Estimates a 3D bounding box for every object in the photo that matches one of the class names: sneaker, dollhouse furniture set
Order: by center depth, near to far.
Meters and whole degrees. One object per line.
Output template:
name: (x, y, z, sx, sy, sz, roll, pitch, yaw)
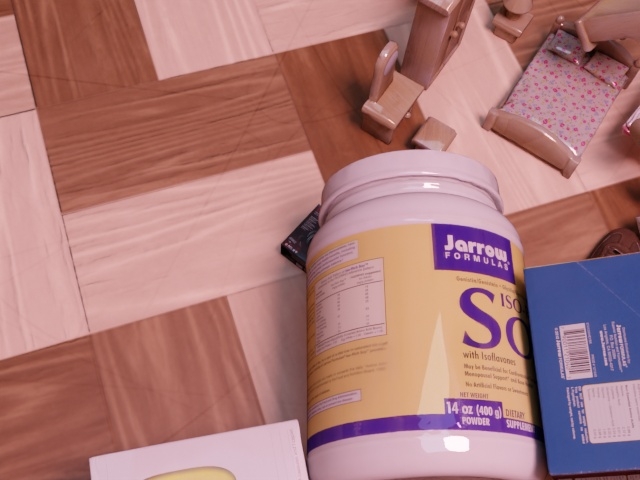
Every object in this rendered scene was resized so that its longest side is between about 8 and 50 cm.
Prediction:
sneaker: (0.354, 0.053, 1.003, 0.066, 0.071, 0.188, 29, 67, 10)
dollhouse furniture set: (0.450, -0.201, 1.028, 0.212, 0.161, 0.242, -42, 117, -23)
dollhouse furniture set: (0.282, -0.202, 1.064, 0.355, 0.174, 0.303, 32, 67, 11)

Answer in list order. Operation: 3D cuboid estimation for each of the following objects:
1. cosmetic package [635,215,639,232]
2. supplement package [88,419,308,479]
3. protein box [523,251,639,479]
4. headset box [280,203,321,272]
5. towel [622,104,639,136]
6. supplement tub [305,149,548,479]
cosmetic package: (0.524, -0.022, 1.040, 0.239, 0.060, 0.099, -19, 96, -13)
supplement package: (-0.107, 0.302, 0.810, 0.203, 0.149, 0.194, -9, 66, -9)
protein box: (0.313, 0.124, 0.777, 0.201, 0.136, 0.199, -9, 65, 18)
headset box: (0.000, 0.000, 1.025, 0.062, 0.032, 0.083, 38, 69, 14)
towel: (0.505, -0.131, 1.100, 0.197, 0.029, 0.144, 43, 69, -8)
supplement tub: (0.103, 0.097, 0.871, 0.241, 0.241, 0.331, 1, 65, -4)
